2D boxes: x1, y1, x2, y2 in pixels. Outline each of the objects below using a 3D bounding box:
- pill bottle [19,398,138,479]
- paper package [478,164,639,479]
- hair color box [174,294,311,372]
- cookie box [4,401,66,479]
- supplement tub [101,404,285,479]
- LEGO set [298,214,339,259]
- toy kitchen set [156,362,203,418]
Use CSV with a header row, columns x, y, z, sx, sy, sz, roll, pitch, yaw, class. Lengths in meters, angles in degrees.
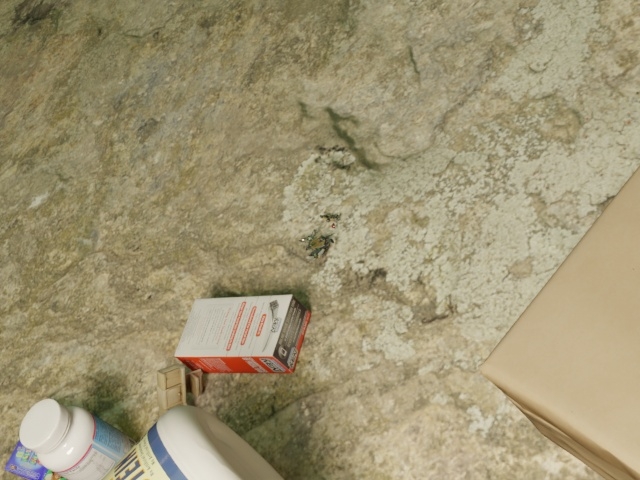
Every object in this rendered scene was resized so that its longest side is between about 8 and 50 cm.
x,y,z,sx,sy,sz,roll,pitch,yaw,class
-0.307,0.267,1.260,0.087,0.160,0.087,-20,48,23,pill bottle
0.368,0.097,0.893,0.325,0.168,0.309,-50,44,-6,paper package
-0.104,0.126,1.300,0.167,0.053,0.093,-5,54,35,hair color box
-0.383,0.290,1.385,0.092,0.040,0.107,5,61,39,cookie box
-0.178,0.363,1.035,0.325,0.235,0.235,-46,43,-3,supplement tub
0.003,-0.001,1.347,0.054,0.023,0.083,21,58,42,LEGO set
-0.164,0.208,1.273,0.068,0.083,0.075,-18,29,-37,toy kitchen set
